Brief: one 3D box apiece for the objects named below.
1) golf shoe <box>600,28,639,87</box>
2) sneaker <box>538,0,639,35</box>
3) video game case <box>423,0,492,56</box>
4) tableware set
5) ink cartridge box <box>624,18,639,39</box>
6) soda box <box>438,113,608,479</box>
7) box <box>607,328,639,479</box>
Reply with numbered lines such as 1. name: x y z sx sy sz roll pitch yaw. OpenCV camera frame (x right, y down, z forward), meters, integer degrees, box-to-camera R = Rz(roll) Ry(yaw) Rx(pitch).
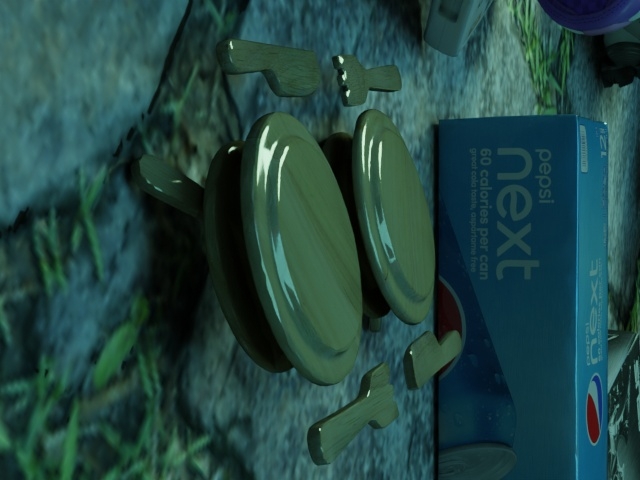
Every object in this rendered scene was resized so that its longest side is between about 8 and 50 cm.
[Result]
1. golf shoe: 0.267 -0.187 0.997 0.198 0.077 0.094 -42 122 -53
2. sneaker: 0.122 -0.225 0.678 0.104 0.095 0.236 -14 98 -58
3. video game case: 0.106 -0.181 0.542 0.190 0.022 0.173 -58 175 -8
4. tableware set: 0.000 0.000 0.465 0.194 0.039 0.128 -16 94 -71
5. ink cartridge box: 0.278 -0.223 0.940 0.189 0.066 0.232 27 61 -29
6. soda box: 0.101 0.045 0.645 0.067 0.071 0.210 -2 93 -65
7. box: 0.156 0.193 0.792 0.183 0.056 0.231 -39 125 -61
